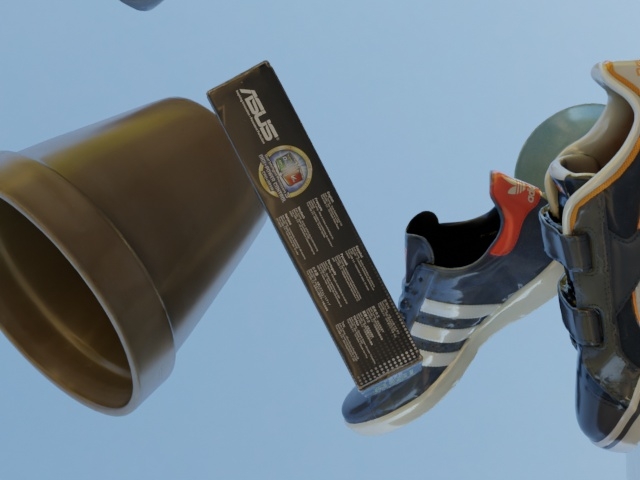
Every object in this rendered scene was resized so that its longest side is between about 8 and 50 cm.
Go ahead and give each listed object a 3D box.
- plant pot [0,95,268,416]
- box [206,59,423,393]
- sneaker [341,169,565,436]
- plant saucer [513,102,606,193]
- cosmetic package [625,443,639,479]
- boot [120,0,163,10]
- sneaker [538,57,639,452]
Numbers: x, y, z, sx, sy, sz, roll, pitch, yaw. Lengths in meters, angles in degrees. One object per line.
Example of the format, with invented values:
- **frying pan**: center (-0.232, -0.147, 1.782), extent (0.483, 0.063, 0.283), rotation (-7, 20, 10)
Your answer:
- **plant pot**: center (-0.217, -0.011, 1.829), extent (0.280, 0.323, 0.323), rotation (-39, -84, -28)
- **box**: center (0.000, 0.000, 1.366), extent (0.270, 0.060, 0.216), rotation (62, 179, 8)
- **sneaker**: center (0.117, 0.061, 1.721), extent (0.148, 0.350, 0.131), rotation (38, -158, -15)
- **plant saucer**: center (0.349, -0.081, 2.110), extent (0.037, 0.195, 0.195), rotation (30, -138, -61)
- **cosmetic package**: center (0.533, 0.279, 2.170), extent (0.453, 0.230, 0.161), rotation (72, -171, -55)
- **boot**: center (-0.081, -0.434, 2.125), extent (0.367, 0.445, 0.146), rotation (44, -159, -30)
- **sneaker**: center (0.229, 0.007, 1.283), extent (0.128, 0.321, 0.126), rotation (11, -168, -10)
